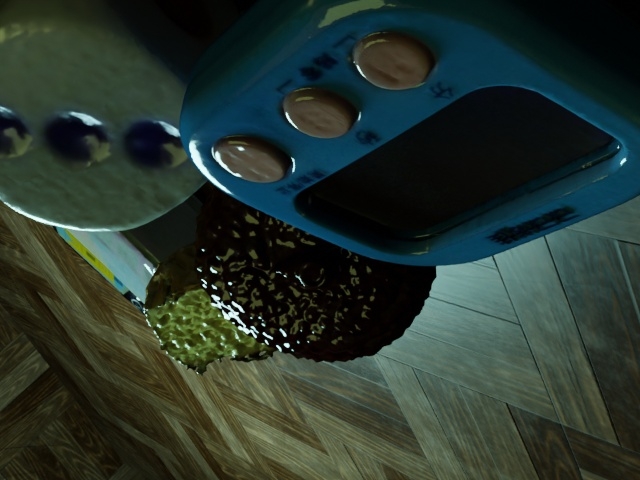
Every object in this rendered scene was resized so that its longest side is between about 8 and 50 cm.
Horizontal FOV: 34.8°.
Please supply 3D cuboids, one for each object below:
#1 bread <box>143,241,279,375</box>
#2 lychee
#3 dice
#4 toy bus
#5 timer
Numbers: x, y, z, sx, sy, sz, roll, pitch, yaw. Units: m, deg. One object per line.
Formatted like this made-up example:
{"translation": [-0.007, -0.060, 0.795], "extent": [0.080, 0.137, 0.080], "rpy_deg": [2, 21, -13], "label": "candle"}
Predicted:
{"translation": [-0.100, 0.064, 1.381], "extent": [0.147, 0.260, 0.160], "rpy_deg": [-96, -12, -47], "label": "bread"}
{"translation": [0.000, 0.000, 1.065], "extent": [0.260, 0.260, 0.261], "rpy_deg": [36, 154, 21], "label": "lychee"}
{"translation": [-0.234, -0.182, 1.036], "extent": [0.251, 0.243, 0.259], "rpy_deg": [-31, 129, 26], "label": "dice"}
{"translation": [-0.289, -0.046, 1.546], "extent": [0.386, 0.171, 0.162], "rpy_deg": [40, 145, 13], "label": "toy bus"}
{"translation": [0.075, -0.096, 0.778], "extent": [0.309, 0.115, 0.340], "rpy_deg": [25, 150, -27], "label": "timer"}
